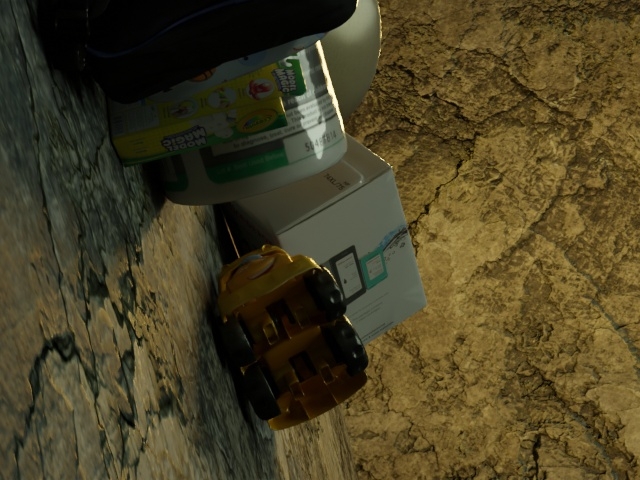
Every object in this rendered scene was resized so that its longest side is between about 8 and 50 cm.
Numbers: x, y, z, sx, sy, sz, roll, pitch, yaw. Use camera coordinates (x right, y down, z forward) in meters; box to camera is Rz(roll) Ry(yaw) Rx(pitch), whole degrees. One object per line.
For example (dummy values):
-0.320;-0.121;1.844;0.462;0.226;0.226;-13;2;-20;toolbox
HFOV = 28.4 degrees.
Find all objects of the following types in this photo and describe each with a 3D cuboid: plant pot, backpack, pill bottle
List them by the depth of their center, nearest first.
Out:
-0.111;-0.264;1.060;0.213;0.277;0.263;83;-14;-72;backpack
-0.112;-0.233;1.294;0.204;0.204;0.361;-96;171;-75;pill bottle
-0.096;-0.245;1.513;0.191;0.284;0.284;-21;97;-56;plant pot

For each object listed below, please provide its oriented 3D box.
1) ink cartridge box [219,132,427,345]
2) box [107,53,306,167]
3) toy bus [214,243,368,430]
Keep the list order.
0.000;0.000;1.825;0.198;0.197;0.270;41;-24;46;ink cartridge box
-0.104;-0.136;1.159;0.043;0.179;0.105;71;5;-50;box
-0.057;0.081;1.525;0.211;0.149;0.220;58;-8;48;toy bus
